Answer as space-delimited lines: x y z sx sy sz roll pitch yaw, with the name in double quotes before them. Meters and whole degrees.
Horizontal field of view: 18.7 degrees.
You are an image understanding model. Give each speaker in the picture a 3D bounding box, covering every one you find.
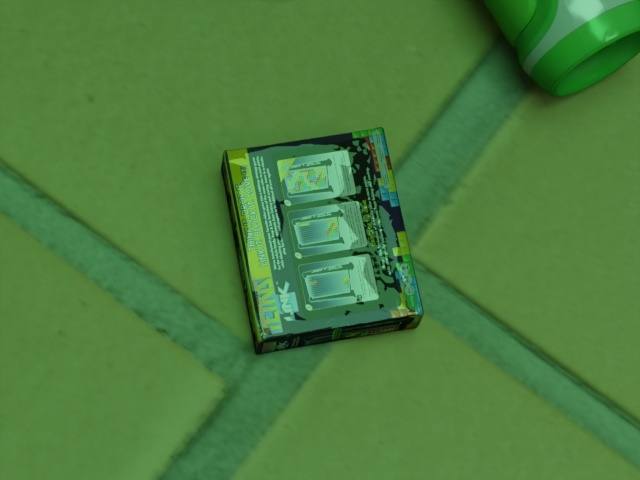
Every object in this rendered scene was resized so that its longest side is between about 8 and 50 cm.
"speaker" 0.170 -0.276 1.700 0.131 0.131 0.296 -27 77 -15

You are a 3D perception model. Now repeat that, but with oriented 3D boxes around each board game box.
"board game box" 0.000 0.000 1.629 0.141 0.048 0.170 -9 73 -8
